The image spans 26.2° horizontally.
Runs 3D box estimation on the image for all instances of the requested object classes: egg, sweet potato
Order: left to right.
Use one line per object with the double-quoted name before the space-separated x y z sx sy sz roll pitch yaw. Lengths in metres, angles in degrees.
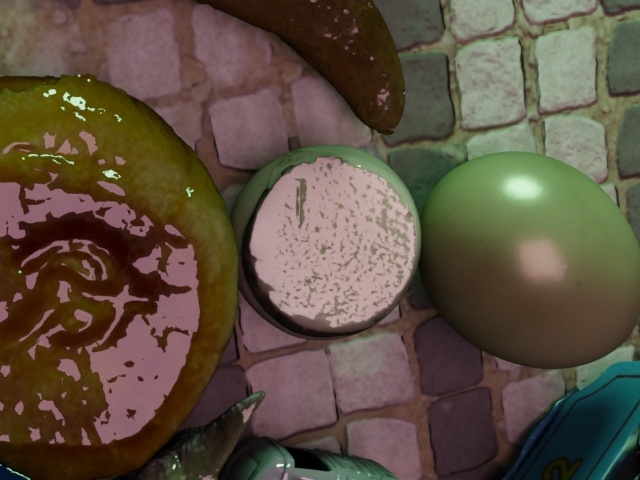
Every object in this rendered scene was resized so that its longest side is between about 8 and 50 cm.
"sweet potato" -0.046 -0.222 1.182 0.341 0.092 0.114 31 103 -21
"egg" 0.195 0.022 1.258 0.241 0.186 0.186 37 84 -33

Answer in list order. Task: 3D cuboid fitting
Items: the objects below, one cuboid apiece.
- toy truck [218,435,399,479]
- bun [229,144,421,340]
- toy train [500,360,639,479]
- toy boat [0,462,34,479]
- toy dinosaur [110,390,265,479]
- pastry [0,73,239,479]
"toy truck" -0.052 0.355 1.221 0.178 0.176 0.364 24 88 -15
"bun" 0.000 0.000 1.214 0.172 0.120 0.173 -2 98 -14
"toy train" 0.289 0.266 1.276 0.188 0.265 0.300 49 64 -17
"toy boat" -0.243 0.244 1.059 0.070 0.210 0.292 -55 156 -31
"toy dinosaur" -0.146 0.247 1.141 0.294 0.162 0.077 -30 141 6
"pastry" -0.233 0.033 1.114 0.355 0.164 0.356 -1 92 -23
